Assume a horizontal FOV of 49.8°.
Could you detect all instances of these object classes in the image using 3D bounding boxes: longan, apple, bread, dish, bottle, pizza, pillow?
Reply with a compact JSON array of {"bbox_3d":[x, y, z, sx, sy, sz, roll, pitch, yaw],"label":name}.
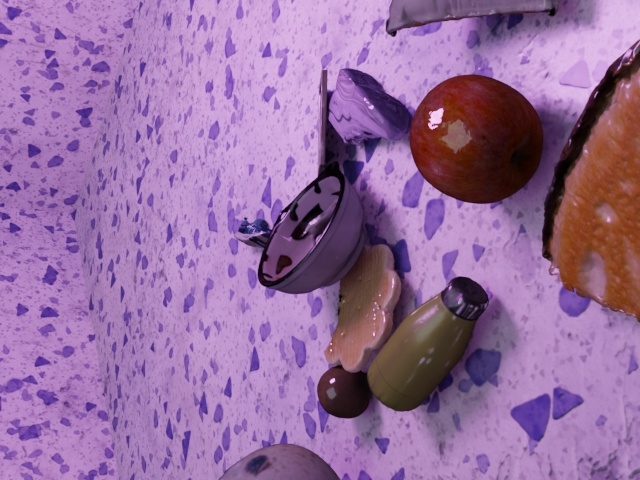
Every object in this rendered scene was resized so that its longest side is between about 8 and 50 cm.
[{"bbox_3d":[0.053,0.291,1.339,0.119,0.106,0.106,-22,59,8],"label":"longan"},{"bbox_3d":[0.232,-0.148,1.024,0.174,0.188,0.188,38,117,44],"label":"apple"},{"bbox_3d":[0.087,0.128,1.314,0.182,0.039,0.250,-2,71,56],"label":"bread"},{"bbox_3d":[0.000,0.000,1.384,0.303,0.120,0.303,-45,23,25],"label":"dish"},{"bbox_3d":[0.179,0.168,1.135,0.260,0.112,0.112,-59,41,34],"label":"bottle"},{"bbox_3d":[0.386,-0.067,0.727,0.435,0.080,0.391,32,139,58],"label":"pizza"},{"bbox_3d":[0.249,-0.485,1.078,0.310,0.119,0.312,7,89,43],"label":"pillow"}]

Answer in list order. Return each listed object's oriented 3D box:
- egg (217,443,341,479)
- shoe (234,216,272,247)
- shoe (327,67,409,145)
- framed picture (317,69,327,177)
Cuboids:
[{"bbox_3d":[-0.091,0.598,1.283,0.345,0.345,0.427,-11,72,56],"label":"egg"},{"bbox_3d":[-0.159,-0.022,1.743,0.143,0.064,0.071,6,72,52],"label":"shoe"},{"bbox_3d":[0.083,-0.239,1.366,0.245,0.095,0.137,58,136,48],"label":"shoe"},{"bbox_3d":[0.004,-0.246,1.484,0.150,0.015,0.203,110,162,-85],"label":"framed picture"}]
